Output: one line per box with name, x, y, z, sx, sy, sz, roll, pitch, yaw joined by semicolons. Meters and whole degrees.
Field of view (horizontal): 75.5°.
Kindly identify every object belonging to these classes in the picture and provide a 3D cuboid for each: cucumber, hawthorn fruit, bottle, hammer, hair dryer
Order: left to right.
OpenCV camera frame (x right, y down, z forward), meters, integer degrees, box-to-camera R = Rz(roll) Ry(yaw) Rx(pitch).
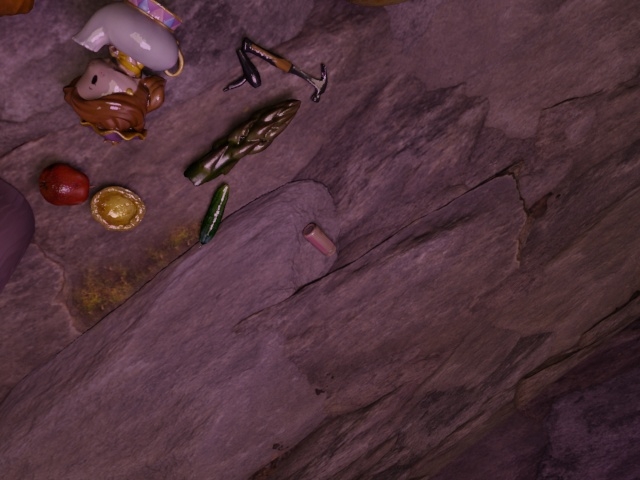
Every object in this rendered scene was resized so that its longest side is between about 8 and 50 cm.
hawthorn fruit;-0.488;-0.107;0.799;0.093;0.093;0.092;-9;117;-17
cucumber;-0.242;-0.055;0.942;0.039;0.039;0.167;17;105;-27
hair dryer;-0.170;-0.337;0.843;0.083;0.031;0.078;-29;111;3
hammer;-0.069;-0.366;0.861;0.201;0.021;0.078;18;106;-32
bottle;0.000;0.000;1.059;0.045;0.045;0.096;-44;123;3

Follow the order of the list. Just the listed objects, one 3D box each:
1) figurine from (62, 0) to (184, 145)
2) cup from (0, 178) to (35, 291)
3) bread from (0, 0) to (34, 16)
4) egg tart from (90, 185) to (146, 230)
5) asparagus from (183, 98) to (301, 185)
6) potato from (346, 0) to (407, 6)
figurine;-0.344;-0.293;0.729;0.190;0.142;0.263;15;111;-51
cup;-0.627;0.041;0.701;0.209;0.273;0.287;-5;117;-20
bread;-0.529;-0.384;0.465;0.399;0.398;0.215;-6;126;-19
egg tart;-0.422;-0.069;0.864;0.105;0.039;0.104;-9;118;-17
asparagus;-0.159;-0.211;0.878;0.287;0.080;0.080;-35;122;8
potato;0.077;-0.547;0.748;0.308;0.173;0.209;15;106;-24
